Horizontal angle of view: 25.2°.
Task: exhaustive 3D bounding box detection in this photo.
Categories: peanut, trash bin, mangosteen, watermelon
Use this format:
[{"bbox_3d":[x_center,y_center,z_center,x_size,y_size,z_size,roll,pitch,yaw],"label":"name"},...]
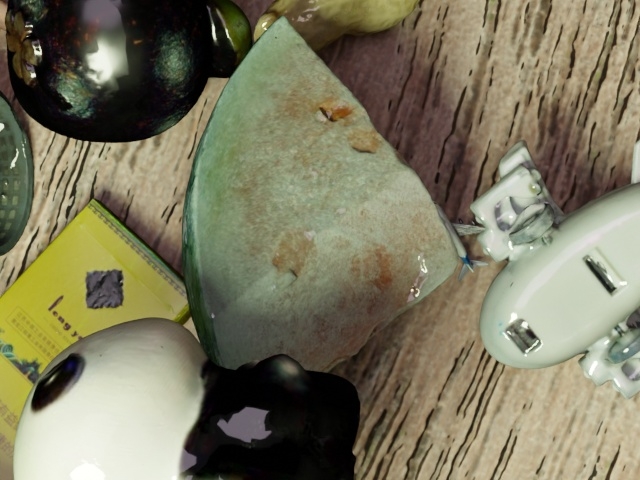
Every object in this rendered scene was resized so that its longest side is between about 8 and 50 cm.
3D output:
[{"bbox_3d":[0.018,-0.233,1.426,0.187,0.082,0.082,-22,77,-22],"label":"peanut"},{"bbox_3d":[-0.398,-0.067,1.426,0.161,0.175,0.175,-2,80,16],"label":"trash bin"},{"bbox_3d":[-0.191,-0.211,1.405,0.243,0.243,0.243,-1,80,7],"label":"mangosteen"},{"bbox_3d":[0.000,0.000,1.339,0.258,0.228,0.387,3,73,5],"label":"watermelon"}]

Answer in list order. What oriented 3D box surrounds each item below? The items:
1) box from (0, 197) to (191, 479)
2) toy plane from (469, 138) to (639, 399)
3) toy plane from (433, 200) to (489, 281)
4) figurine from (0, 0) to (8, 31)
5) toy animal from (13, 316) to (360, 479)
[{"bbox_3d":[-0.264,0.109,1.433,0.153,0.041,0.279,42,87,13],"label":"box"},{"bbox_3d":[0.259,0.019,1.343,0.266,0.122,0.267,0,93,-5],"label":"toy plane"},{"bbox_3d":[0.132,-0.002,1.412,0.078,0.024,0.084,-30,71,2],"label":"toy plane"},{"bbox_3d":[-0.487,-0.339,1.486,0.420,0.154,0.193,19,88,11],"label":"figurine"},{"bbox_3d":[-0.104,0.173,1.134,0.266,0.212,0.213,13,82,1],"label":"toy animal"}]
